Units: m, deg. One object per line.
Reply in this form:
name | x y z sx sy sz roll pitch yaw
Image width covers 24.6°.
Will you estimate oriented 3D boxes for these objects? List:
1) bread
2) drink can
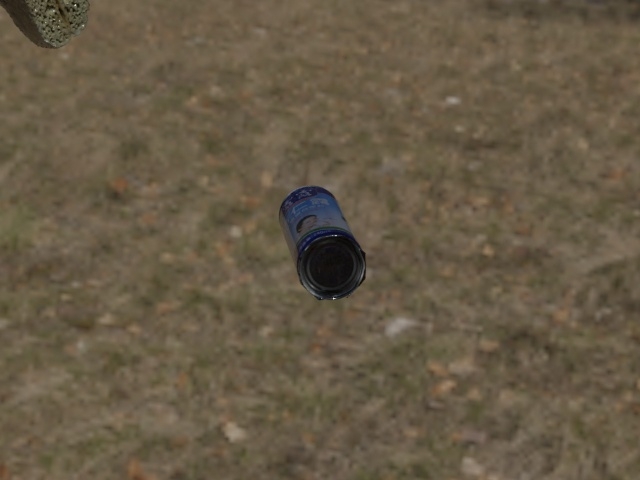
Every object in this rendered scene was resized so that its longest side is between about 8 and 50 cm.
bread | -0.486 -0.454 2.282 0.183 0.102 0.337 23 -34 33
drink can | 0.000 0.000 2.038 0.097 0.097 0.235 8 17 -10
